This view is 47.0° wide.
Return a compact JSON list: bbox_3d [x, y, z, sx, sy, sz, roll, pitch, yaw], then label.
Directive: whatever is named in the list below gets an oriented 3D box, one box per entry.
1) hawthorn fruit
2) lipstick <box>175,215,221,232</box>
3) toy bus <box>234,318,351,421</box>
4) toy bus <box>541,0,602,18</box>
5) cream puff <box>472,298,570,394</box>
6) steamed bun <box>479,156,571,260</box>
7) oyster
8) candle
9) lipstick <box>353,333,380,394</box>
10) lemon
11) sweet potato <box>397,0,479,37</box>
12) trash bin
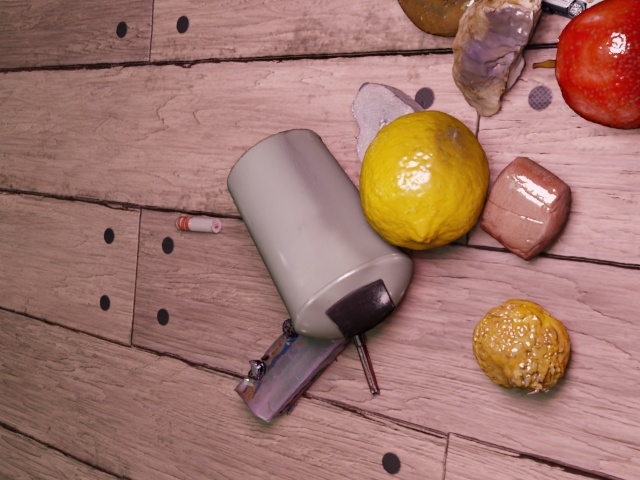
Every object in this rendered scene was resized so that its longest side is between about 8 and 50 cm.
[{"bbox_3d":[0.484,-0.302,1.243,0.266,0.210,0.230,8,129,32],"label":"hawthorn fruit"},{"bbox_3d":[-0.321,-0.042,1.929,0.131,0.038,0.038,5,94,35],"label":"lipstick"},{"bbox_3d":[-0.062,0.281,1.712,0.138,0.112,0.317,49,117,20],"label":"toy bus"},{"bbox_3d":[0.444,-0.455,1.355,0.194,0.087,0.089,30,104,30],"label":"toy bus"},{"bbox_3d":[0.373,0.205,1.388,0.189,0.130,0.188,1,92,39],"label":"cream puff"},{"bbox_3d":[0.393,-0.059,1.389,0.145,0.106,0.175,36,124,24],"label":"steamed bun"},{"bbox_3d":[0.327,-0.379,1.354,0.166,0.110,0.341,41,141,8],"label":"oyster"},{"bbox_3d":[0.152,-0.248,1.573,0.169,0.068,0.192,-5,90,39],"label":"candle"},{"bbox_3d":[0.098,0.259,1.647,0.027,0.027,0.176,-23,79,33],"label":"lipstick"},{"bbox_3d":[0.197,-0.123,1.421,0.254,0.253,0.310,-17,44,34],"label":"lemon"},{"bbox_3d":[0.243,-0.476,1.487,0.310,0.098,0.124,30,121,29],"label":"sweet potato"},{"bbox_3d":[0.000,0.000,1.563,0.280,0.280,0.432,-44,64,28],"label":"trash bin"}]
